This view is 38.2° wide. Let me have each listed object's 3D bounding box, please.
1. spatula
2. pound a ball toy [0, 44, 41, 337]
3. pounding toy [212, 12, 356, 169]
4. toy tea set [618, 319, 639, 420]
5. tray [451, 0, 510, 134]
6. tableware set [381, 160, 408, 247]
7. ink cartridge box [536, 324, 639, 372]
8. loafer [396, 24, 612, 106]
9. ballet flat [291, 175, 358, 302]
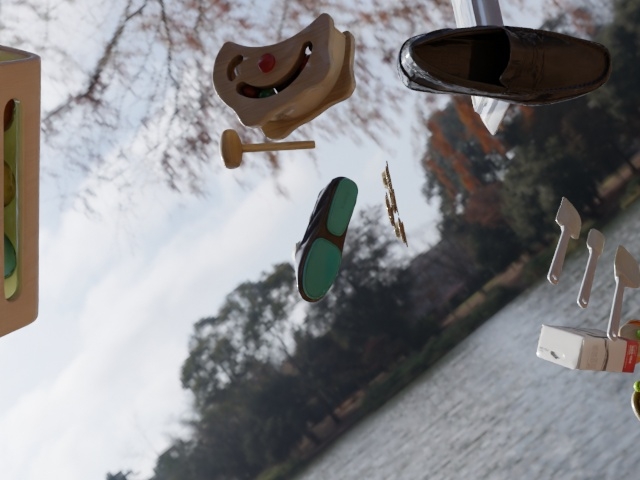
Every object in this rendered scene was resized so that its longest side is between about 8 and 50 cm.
[{"bbox_3d":[0.408,0.041,1.376,0.019,0.168,0.242,-42,7,34],"label":"spatula"},{"bbox_3d":[-0.373,-0.084,0.914,0.135,0.208,0.319,-30,-49,-59],"label":"pound a ball toy"},{"bbox_3d":[-0.056,-0.232,1.412,0.269,0.154,0.155,-29,-25,23],"label":"pounding toy"},{"bbox_3d":[0.667,0.259,1.624,0.124,0.336,0.200,-59,5,50],"label":"toy tea set"},{"bbox_3d":[0.205,-0.287,1.219,0.030,0.271,0.145,-7,-17,-2],"label":"tray"},{"bbox_3d":[0.147,-0.073,1.865,0.020,0.141,0.169,-12,-27,10],"label":"tableware set"},{"bbox_3d":[0.446,0.181,1.544,0.135,0.056,0.099,8,5,-32],"label":"ink cartridge box"},{"bbox_3d":[0.190,-0.178,0.936,0.223,0.076,0.078,1,-2,-4],"label":"loafer"},{"bbox_3d":[0.000,0.000,1.352,0.074,0.074,0.203,113,176,-69],"label":"ballet flat"}]
